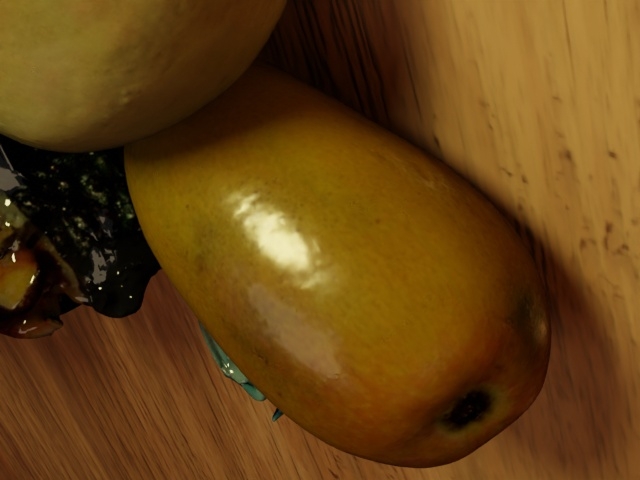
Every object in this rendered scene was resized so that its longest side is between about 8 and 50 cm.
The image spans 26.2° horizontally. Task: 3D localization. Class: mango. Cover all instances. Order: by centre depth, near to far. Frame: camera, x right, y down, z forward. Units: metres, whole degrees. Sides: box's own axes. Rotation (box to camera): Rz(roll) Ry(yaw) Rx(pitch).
[{"bbox_3d":[0.000,0.000,0.833,0.317,0.173,0.211,44,-164,17],"label":"mango"}]

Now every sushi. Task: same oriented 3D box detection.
[{"bbox_3d":[-0.242,-0.024,1.109,0.215,0.212,0.227,62,156,-13],"label":"sushi"}]

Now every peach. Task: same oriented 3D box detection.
[{"bbox_3d":[-0.142,-0.195,0.709,0.292,0.247,0.292,22,119,47],"label":"peach"}]

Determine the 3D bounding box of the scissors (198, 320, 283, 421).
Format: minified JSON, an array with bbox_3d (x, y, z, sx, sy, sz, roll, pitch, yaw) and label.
[{"bbox_3d":[-0.052,0.036,1.127,0.180,0.032,0.393,33,151,28],"label":"scissors"}]
